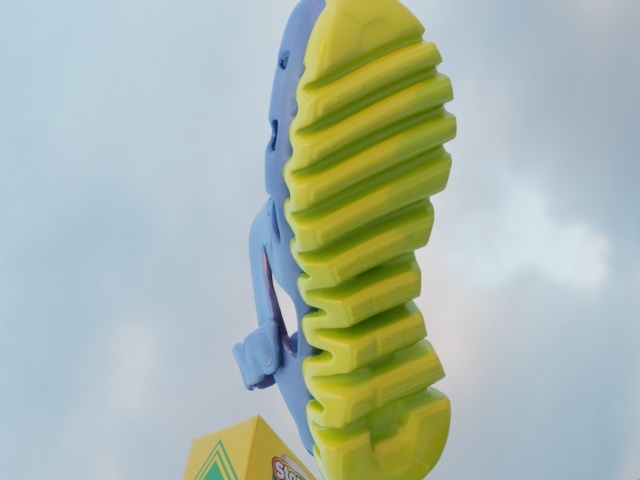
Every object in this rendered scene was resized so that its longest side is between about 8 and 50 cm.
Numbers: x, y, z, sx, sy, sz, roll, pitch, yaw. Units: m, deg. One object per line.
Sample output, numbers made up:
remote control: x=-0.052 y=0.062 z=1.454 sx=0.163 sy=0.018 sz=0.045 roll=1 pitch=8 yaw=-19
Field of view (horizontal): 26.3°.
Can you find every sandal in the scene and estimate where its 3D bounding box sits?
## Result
sandal: x=0.000 y=0.000 z=0.836 sx=0.126 sy=0.138 sz=0.317 roll=-12 pitch=-67 yaw=-36

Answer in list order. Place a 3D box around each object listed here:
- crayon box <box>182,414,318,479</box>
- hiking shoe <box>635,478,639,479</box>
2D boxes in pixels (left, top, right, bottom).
crayon box: x=-0.026 y=0.424 z=1.490 sx=0.363 sy=0.106 sz=0.313 roll=52 pitch=-153 yaw=-28
hiking shoe: x=0.205 y=0.308 z=0.930 sx=0.132 sy=0.113 sz=0.304 roll=13 pitch=-85 yaw=-34
